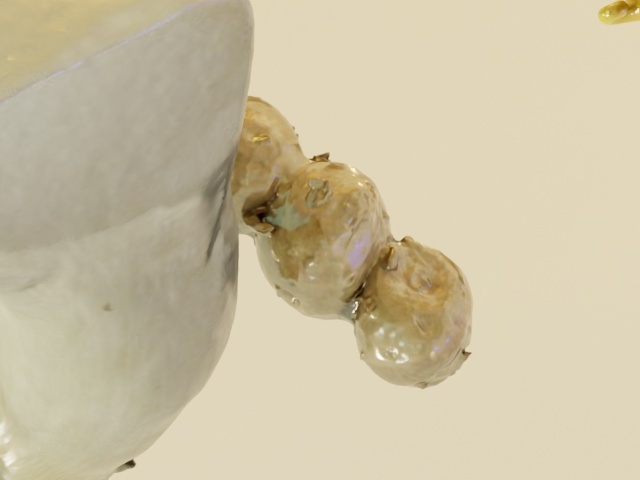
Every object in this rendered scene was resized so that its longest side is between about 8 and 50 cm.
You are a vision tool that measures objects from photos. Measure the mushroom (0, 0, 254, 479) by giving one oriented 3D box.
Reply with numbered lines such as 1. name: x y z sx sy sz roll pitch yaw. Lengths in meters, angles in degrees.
1. mushroom: -0.115 0.017 0.680 0.126 0.397 0.177 39 -113 19

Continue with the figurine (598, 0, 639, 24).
1. figurine: 0.280 -0.173 0.998 0.246 0.156 0.131 -135 -122 -71

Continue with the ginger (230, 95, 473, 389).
1. ginger: 0.000 0.000 0.807 0.204 0.104 0.080 36 -127 8
